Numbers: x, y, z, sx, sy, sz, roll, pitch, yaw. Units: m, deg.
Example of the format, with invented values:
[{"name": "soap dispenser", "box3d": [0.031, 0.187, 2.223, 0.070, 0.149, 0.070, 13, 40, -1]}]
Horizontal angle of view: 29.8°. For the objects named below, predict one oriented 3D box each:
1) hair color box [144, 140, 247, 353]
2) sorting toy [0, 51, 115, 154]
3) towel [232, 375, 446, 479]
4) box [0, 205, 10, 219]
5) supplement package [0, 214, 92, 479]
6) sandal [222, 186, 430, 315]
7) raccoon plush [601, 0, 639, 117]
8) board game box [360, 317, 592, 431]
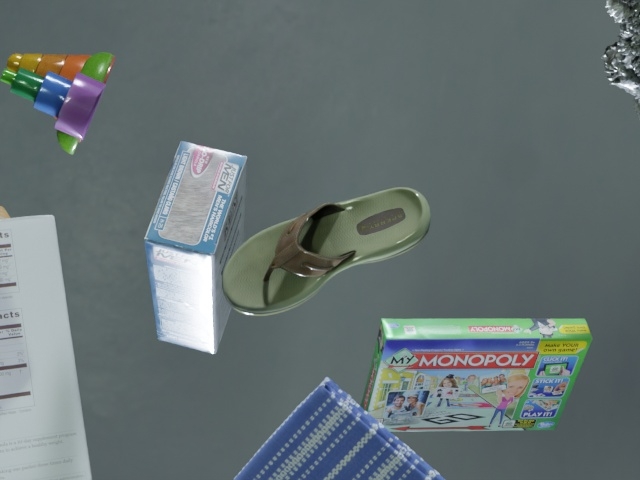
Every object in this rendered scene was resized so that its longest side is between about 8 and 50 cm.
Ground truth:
[{"name": "hair color box", "box3d": [-0.184, 0.019, 1.820, 0.347, 0.105, 0.174, 99, -174, -61]}, {"name": "sorting toy", "box3d": [-0.322, -0.185, 1.420, 0.365, 0.126, 0.127, -133, 67, -77]}, {"name": "towel", "box3d": [0.056, 0.329, 1.213, 0.243, 0.336, 0.040, -50, -2, 10]}, {"name": "box", "box3d": [-0.445, 0.025, 1.532, 0.091, 0.130, 0.170, -51, 55, 13]}, {"name": "supplement package", "box3d": [-0.290, 0.116, 1.058, 0.139, 0.133, 0.244, 139, 123, -66]}, {"name": "sandal", "box3d": [0.001, -0.002, 1.618, 0.120, 0.302, 0.086, 65, -177, 24]}, {"name": "raccoon plush", "box3d": [0.531, -0.225, 1.546, 0.446, 0.216, 0.299, 52, -175, 20]}, {"name": "board game box", "box3d": [0.231, 0.206, 1.827, 0.046, 0.317, 0.214, -100, 15, -46]}]
